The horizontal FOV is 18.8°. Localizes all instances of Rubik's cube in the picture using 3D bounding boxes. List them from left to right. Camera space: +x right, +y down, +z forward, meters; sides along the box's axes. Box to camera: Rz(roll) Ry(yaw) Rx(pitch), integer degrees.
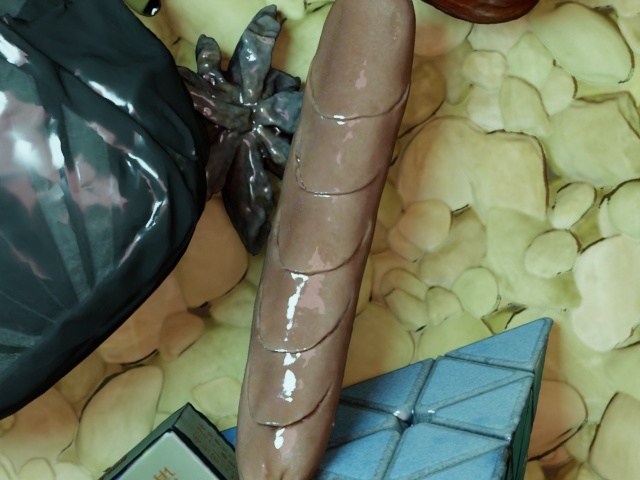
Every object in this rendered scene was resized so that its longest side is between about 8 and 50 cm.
[{"bbox_3d":[0.087,0.201,1.525,0.229,0.228,0.233,-45,52,29],"label":"Rubik's cube"}]

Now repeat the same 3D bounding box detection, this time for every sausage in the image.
[{"bbox_3d":[0.001,0.001,1.474,0.088,0.088,0.433,15,81,-8],"label":"sausage"}]

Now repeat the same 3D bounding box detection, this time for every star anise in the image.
[{"bbox_3d":[-0.082,-0.101,1.535,0.231,0.089,0.209,16,78,-19],"label":"star anise"}]

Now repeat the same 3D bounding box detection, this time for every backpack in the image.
[{"bbox_3d":[-0.312,-0.091,1.408,0.363,0.255,0.445,-43,97,12],"label":"backpack"}]

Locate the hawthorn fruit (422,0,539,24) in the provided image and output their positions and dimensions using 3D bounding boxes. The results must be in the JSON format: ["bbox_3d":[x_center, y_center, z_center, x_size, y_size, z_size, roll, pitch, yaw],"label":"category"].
[{"bbox_3d":[0.108,-0.271,1.534,0.202,0.185,0.185,17,86,11],"label":"hawthorn fruit"}]

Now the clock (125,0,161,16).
[{"bbox_3d":[-0.204,-0.260,1.503,0.232,0.069,0.170,26,81,9],"label":"clock"}]

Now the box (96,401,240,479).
[{"bbox_3d":[-0.072,0.304,1.500,0.198,0.084,0.310,-43,95,12],"label":"box"}]
